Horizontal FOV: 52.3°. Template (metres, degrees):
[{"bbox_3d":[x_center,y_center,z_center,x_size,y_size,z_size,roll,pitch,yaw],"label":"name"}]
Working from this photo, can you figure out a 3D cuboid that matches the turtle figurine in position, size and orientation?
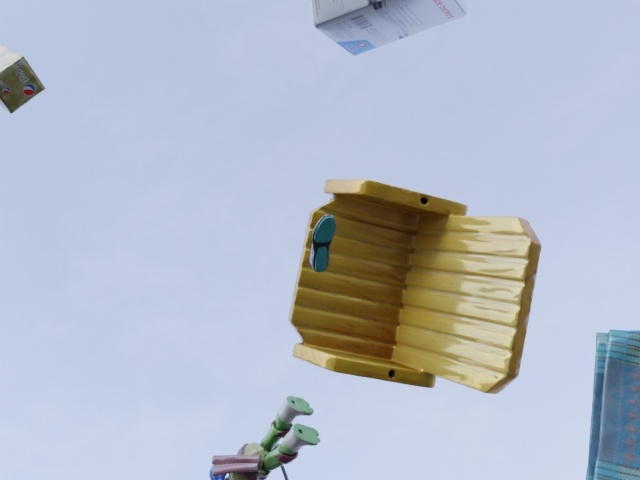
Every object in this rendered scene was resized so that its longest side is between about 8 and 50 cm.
[{"bbox_3d":[-0.078,0.496,1.434,0.274,0.198,0.266,37,-72,7],"label":"turtle figurine"}]

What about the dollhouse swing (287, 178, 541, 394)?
[{"bbox_3d":[0.148,0.080,1.136,0.314,0.305,0.347,13,-93,-16],"label":"dollhouse swing"}]

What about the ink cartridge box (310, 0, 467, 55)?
[{"bbox_3d":[0.099,-0.352,0.950,0.190,0.139,0.082,-14,-99,26],"label":"ink cartridge box"}]

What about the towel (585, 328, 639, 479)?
[{"bbox_3d":[0.466,0.235,0.662,0.369,0.272,0.040,2,-22,28],"label":"towel"}]

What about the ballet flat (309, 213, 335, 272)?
[{"bbox_3d":[0.000,0.000,1.144,0.041,0.041,0.115,6,-63,-7],"label":"ballet flat"}]

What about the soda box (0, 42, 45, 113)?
[{"bbox_3d":[-0.468,-0.245,0.911,0.061,0.181,0.058,-47,-33,-20],"label":"soda box"}]
